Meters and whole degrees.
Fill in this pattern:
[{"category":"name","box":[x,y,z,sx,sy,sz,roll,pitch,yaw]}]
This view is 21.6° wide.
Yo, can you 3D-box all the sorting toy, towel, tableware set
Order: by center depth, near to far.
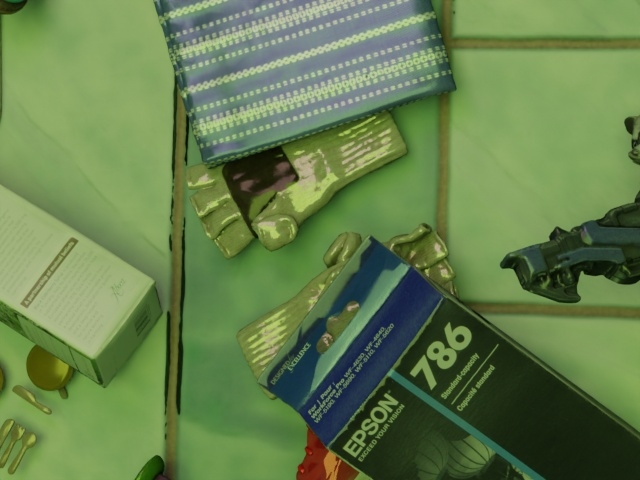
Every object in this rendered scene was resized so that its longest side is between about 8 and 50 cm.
[{"category":"towel","box":[-0.038,-0.253,1.514,0.243,0.040,0.336,-18,80,9]},{"category":"sorting toy","box":[-0.152,0.243,1.526,0.042,0.061,0.102,31,118,10]},{"category":"tableware set","box":[-0.289,0.134,1.577,0.104,0.024,0.154,30,96,14]}]

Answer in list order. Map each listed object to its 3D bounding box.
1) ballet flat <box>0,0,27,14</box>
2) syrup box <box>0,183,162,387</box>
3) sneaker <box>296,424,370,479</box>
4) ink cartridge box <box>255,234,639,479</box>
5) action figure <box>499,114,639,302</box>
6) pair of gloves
[{"category":"ballet flat","box":[-0.345,-0.364,1.562,0.124,0.116,0.342,-12,84,27]},{"category":"syrup box","box":[-0.268,0.025,1.523,0.237,0.093,0.096,32,71,11]},{"category":"sneaker","box":[0.003,0.181,1.494,0.128,0.087,0.221,40,84,18]},{"category":"ink cartridge box","box":[0.125,0.157,1.409,0.333,0.065,0.165,35,95,-10]},{"category":"action figure","box":[0.300,0.042,1.382,0.341,0.178,0.330,-9,81,-13]},{"category":"pair of gloves","box":[0.000,0.000,1.478,0.204,0.042,0.240,-23,69,10]}]
